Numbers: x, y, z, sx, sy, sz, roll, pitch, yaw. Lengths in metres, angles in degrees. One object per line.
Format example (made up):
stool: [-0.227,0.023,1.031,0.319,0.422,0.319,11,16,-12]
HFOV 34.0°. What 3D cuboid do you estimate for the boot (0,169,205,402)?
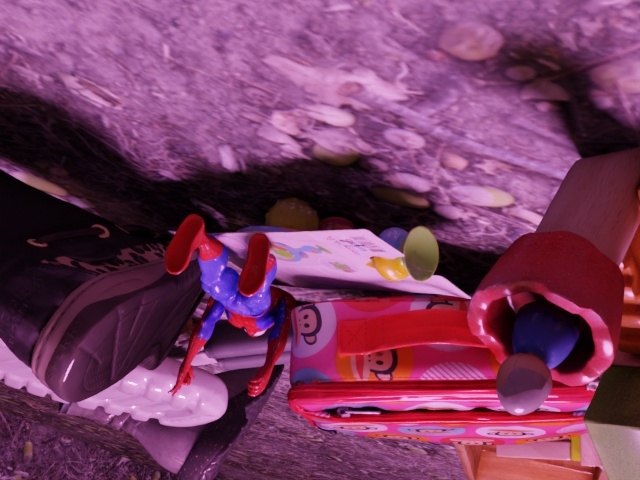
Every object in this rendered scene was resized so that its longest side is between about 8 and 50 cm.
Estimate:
boot: [-0.254,0.005,0.943,0.284,0.138,0.377,30,-169,5]

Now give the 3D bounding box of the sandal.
sandal: [-0.285,0.091,1.078,0.416,0.102,0.169,27,147,-27]

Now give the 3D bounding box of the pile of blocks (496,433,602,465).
pile of blocks: [0.330,0.171,1.061,0.149,0.112,0.362,3,174,-33]

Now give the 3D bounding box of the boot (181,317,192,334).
boot: [-0.314,0.066,1.232,0.295,0.104,0.211,6,159,14]

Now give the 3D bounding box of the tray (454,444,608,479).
tray: [0.303,0.298,1.474,0.203,0.076,0.411,10,161,15]

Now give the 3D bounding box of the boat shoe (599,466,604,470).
boat shoe: [0.408,0.219,1.147,0.268,0.096,0.088,2,130,51]

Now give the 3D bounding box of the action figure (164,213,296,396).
action figure: [-0.081,0.079,0.901,0.092,0.139,0.280,18,170,8]

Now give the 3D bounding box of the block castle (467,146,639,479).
block castle: [0.302,0.162,0.638,0.303,0.213,0.453,2,133,38]

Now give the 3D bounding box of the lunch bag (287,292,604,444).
lunch bag: [0.119,0.111,0.942,0.293,0.120,0.258,-2,162,8]

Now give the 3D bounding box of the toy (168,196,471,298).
toy: [0.000,0.000,0.873,0.237,0.056,0.137,5,161,46]

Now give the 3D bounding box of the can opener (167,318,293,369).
can opener: [-0.104,0.136,1.208,0.280,0.093,0.074,-12,153,13]

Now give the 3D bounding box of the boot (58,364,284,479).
boot: [-0.185,0.181,1.370,0.223,0.118,0.338,31,-167,5]
